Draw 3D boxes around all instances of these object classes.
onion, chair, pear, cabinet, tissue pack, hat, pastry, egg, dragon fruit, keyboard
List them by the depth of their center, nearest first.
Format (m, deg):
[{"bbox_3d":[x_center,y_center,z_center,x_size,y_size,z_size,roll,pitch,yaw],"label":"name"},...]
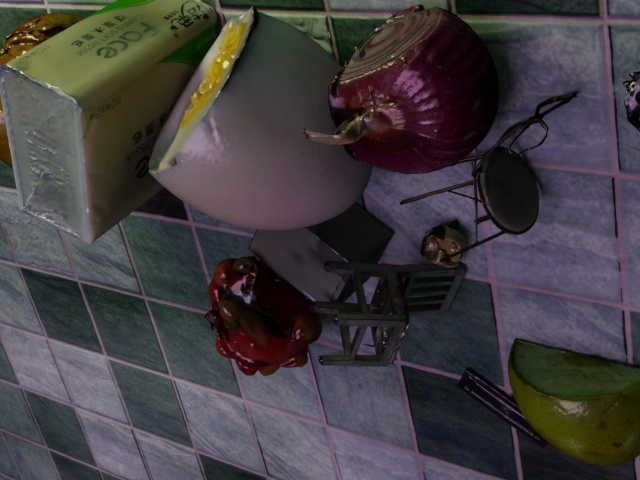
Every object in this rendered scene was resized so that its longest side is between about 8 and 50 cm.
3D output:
[{"bbox_3d":[0.162,-0.223,1.653,0.231,0.272,0.256,6,160,33],"label":"onion"},{"bbox_3d":[0.292,-0.089,1.694,0.326,0.160,0.170,-21,107,49],"label":"chair"},{"bbox_3d":[-0.071,-0.172,1.828,0.340,0.354,0.354,31,143,-18],"label":"egg"},{"bbox_3d":[0.456,0.323,1.892,0.288,0.139,0.239,11,135,38],"label":"pear"},{"bbox_3d":[0.130,0.133,1.901,0.271,0.147,0.136,3,137,-15],"label":"chair"},{"bbox_3d":[0.222,0.004,1.901,0.076,0.059,0.077,18,138,10],"label":"hat"},{"bbox_3d":[-0.370,-0.242,1.970,0.205,0.405,0.331,25,134,21],"label":"tissue pack"},{"bbox_3d":[0.000,0.000,2.021,0.206,0.150,0.145,38,134,13],"label":"cabinet"},{"bbox_3d":[0.357,0.324,2.059,0.204,0.013,0.061,35,138,16],"label":"keyboard"},{"bbox_3d":[-0.533,-0.288,2.150,0.164,0.356,0.356,18,131,22],"label":"pastry"},{"bbox_3d":[-0.127,0.144,2.151,0.307,0.227,0.243,43,163,-25],"label":"dragon fruit"}]

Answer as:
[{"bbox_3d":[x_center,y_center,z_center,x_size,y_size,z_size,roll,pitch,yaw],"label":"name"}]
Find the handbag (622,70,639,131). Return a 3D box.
[{"bbox_3d":[0.534,-0.176,1.433,0.229,0.127,0.208,41,139,-3],"label":"handbag"}]
